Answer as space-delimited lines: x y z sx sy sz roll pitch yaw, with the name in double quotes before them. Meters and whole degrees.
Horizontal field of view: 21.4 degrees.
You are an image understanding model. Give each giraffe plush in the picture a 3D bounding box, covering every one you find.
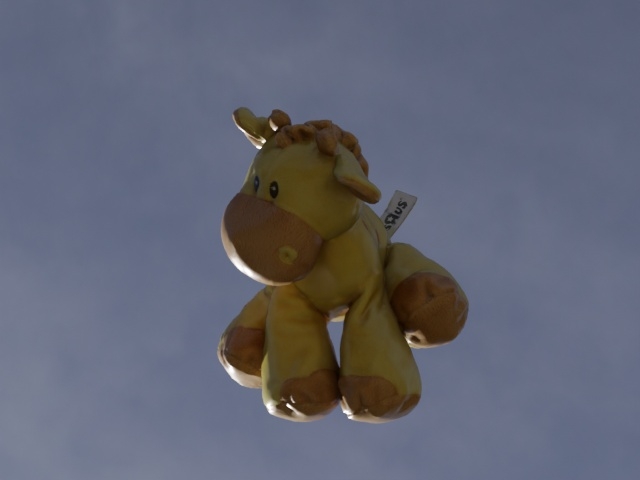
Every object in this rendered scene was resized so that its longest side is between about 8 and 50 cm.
"giraffe plush" 0.000 0.000 1.163 0.181 0.210 0.170 1 -35 23
